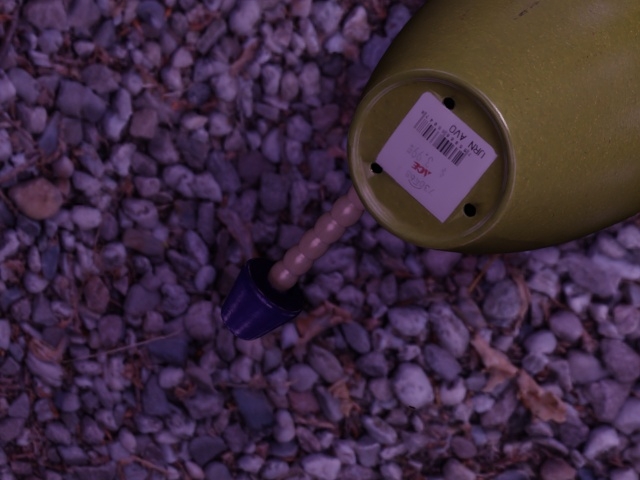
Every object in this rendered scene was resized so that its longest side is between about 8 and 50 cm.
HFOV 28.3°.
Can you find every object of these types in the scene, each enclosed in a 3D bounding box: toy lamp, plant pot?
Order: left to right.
[{"bbox_3d":[0.000,0.000,1.268,0.080,0.080,0.274,47,117,3],"label":"toy lamp"},{"bbox_3d":[0.146,-0.101,1.042,0.274,0.293,0.275,10,110,27],"label":"plant pot"}]
